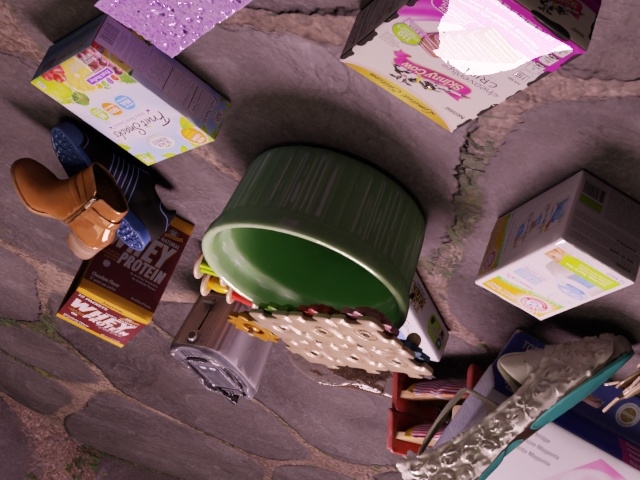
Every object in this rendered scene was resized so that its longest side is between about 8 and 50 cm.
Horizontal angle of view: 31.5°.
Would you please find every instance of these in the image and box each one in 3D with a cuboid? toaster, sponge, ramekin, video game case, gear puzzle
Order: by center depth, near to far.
[{"bbox_3d":[-0.169,-0.285,1.314,0.117,0.031,0.210,34,152,-23],"label":"sponge"},{"bbox_3d":[0.000,0.000,1.599,0.303,0.148,0.303,18,154,9],"label":"ramekin"},{"bbox_3d":[0.001,0.130,1.637,0.339,0.044,0.175,1,149,43],"label":"gear puzzle"},{"bbox_3d":[0.049,0.097,1.853,0.269,0.061,0.244,8,150,28],"label":"video game case"},{"bbox_3d":[-0.171,0.197,2.123,0.129,0.146,0.227,6,149,32],"label":"toaster"}]

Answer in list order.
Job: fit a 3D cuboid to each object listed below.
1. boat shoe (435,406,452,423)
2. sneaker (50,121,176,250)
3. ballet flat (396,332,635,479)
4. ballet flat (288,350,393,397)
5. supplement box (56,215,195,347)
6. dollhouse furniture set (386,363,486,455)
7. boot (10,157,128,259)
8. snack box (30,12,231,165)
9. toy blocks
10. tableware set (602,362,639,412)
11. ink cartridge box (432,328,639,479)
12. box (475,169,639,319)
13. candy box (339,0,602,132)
[{"bbox_3d":[0.231,0.388,2.248,0.114,0.091,0.302,62,167,22],"label":"boat shoe"},{"bbox_3d":[-0.319,-0.098,1.760,0.081,0.090,0.232,-14,116,53],"label":"sneaker"},{"bbox_3d":[0.275,0.252,1.700,0.147,0.409,0.147,47,-173,-7],"label":"ballet flat"},{"bbox_3d":[0.062,0.237,2.116,0.250,0.084,0.058,14,-175,10],"label":"ballet flat"},{"bbox_3d":[-0.331,0.052,1.916,0.129,0.191,0.194,28,153,-13],"label":"supplement box"},{"bbox_3d":[0.316,0.335,2.053,0.374,0.152,0.201,20,160,-39],"label":"dollhouse furniture set"},{"bbox_3d":[-0.371,-0.078,1.703,0.197,0.073,0.152,47,138,-1],"label":"boot"},{"bbox_3d":[-0.252,-0.196,1.510,0.207,0.070,0.174,35,151,-28],"label":"snack box"},{"bbox_3d":[-0.136,0.075,1.966,0.148,0.054,0.123,16,154,13],"label":"toy blocks"},{"bbox_3d":[0.477,0.181,1.646,0.039,0.128,0.194,59,166,19],"label":"tableware set"},{"bbox_3d":[0.359,0.356,1.835,0.324,0.330,0.071,29,-166,-14],"label":"ink cartridge box"},{"bbox_3d":[0.302,0.011,1.430,0.114,0.103,0.203,29,154,-14],"label":"box"},{"bbox_3d":[0.145,-0.212,1.157,0.159,0.071,0.233,30,154,-17],"label":"candy box"}]
